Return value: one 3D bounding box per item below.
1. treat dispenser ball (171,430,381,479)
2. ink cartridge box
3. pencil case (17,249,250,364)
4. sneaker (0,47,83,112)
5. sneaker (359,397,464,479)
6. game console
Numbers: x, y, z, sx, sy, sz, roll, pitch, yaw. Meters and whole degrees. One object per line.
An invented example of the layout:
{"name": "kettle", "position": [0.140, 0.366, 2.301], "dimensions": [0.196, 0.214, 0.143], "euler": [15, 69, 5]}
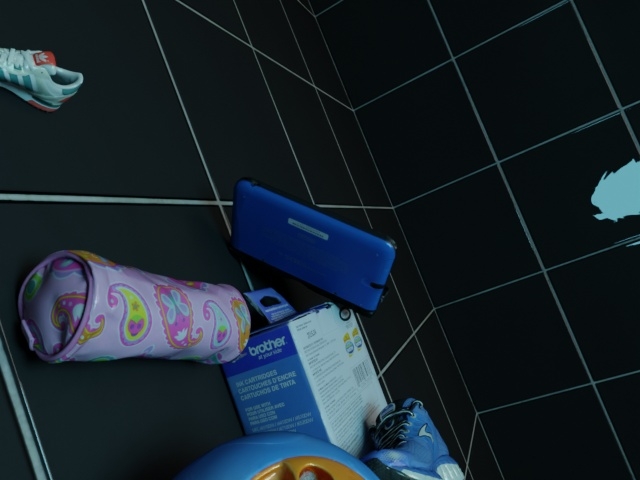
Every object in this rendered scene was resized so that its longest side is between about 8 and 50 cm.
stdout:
{"name": "treat dispenser ball", "position": [-0.045, 0.337, 0.494], "dimensions": [0.288, 0.288, 0.288], "euler": [51, 26, -36]}
{"name": "ink cartridge box", "position": [-0.009, 0.258, 0.863], "dimensions": [0.270, 0.151, 0.396], "euler": [-3, 73, -68]}
{"name": "pencil case", "position": [-0.202, 0.094, 0.615], "dimensions": [0.284, 0.124, 0.124], "euler": [28, 43, -60]}
{"name": "sneaker", "position": [-0.359, -0.210, 0.602], "dimensions": [0.161, 0.075, 0.057], "euler": [21, 49, -63]}
{"name": "sneaker", "position": [0.114, 0.320, 0.762], "dimensions": [0.147, 0.129, 0.330], "euler": [65, 12, 26]}
{"name": "game console", "position": [0.000, 0.000, 0.937], "dimensions": [0.173, 0.293, 0.250], "euler": [-54, 163, -46]}
